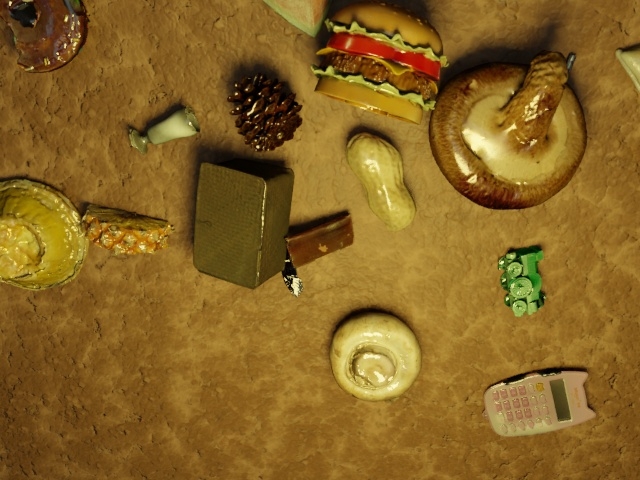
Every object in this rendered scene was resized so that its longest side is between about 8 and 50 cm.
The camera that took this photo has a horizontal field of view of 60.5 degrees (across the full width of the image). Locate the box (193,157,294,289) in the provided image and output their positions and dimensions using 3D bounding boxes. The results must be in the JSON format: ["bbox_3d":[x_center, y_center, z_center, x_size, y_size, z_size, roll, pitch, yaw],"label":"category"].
[{"bbox_3d":[-0.183,-0.048,1.298,0.184,0.143,0.274,15,111,20],"label":"box"}]

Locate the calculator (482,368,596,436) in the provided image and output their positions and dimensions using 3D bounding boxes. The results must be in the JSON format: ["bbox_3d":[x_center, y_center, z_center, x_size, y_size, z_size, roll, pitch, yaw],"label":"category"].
[{"bbox_3d":[0.592,0.447,1.515,0.294,0.043,0.194,-15,108,11],"label":"calculator"}]

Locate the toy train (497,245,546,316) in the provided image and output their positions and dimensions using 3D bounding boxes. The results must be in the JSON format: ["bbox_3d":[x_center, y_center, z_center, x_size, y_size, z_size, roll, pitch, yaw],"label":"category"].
[{"bbox_3d":[0.513,0.105,1.387,0.104,0.071,0.178,-15,106,-4],"label":"toy train"}]

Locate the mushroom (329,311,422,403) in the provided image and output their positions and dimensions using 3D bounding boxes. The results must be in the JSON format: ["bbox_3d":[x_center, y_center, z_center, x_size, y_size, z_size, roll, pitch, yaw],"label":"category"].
[{"bbox_3d":[0.144,0.306,1.413,0.254,0.184,0.255,0,96,-3],"label":"mushroom"}]

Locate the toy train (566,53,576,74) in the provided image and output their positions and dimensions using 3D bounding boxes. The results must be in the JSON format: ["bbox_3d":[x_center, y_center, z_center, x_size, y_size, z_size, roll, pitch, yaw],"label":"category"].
[{"bbox_3d":[0.555,-0.379,1.246,0.017,0.017,0.083,17,109,-2],"label":"toy train"}]

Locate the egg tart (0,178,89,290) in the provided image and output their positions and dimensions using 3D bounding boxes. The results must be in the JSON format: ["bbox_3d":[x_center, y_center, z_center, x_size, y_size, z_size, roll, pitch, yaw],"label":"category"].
[{"bbox_3d":[-0.745,-0.002,1.376,0.314,0.120,0.315,0,109,1],"label":"egg tart"}]

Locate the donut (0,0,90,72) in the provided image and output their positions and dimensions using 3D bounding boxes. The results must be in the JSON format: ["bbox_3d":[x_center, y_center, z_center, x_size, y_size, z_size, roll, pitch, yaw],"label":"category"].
[{"bbox_3d":[-0.621,-0.498,1.215,0.216,0.096,0.230,-40,103,11],"label":"donut"}]

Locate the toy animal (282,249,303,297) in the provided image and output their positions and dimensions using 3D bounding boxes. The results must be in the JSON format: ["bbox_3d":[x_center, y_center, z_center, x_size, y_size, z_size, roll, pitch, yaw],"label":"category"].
[{"bbox_3d":[-0.093,0.050,1.404,0.107,0.062,0.220,-23,108,32],"label":"toy animal"}]

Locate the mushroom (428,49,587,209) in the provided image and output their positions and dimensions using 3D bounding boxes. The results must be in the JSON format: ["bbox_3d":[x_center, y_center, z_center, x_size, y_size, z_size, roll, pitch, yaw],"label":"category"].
[{"bbox_3d":[0.411,-0.228,1.207,0.344,0.239,0.345,4,101,21],"label":"mushroom"}]

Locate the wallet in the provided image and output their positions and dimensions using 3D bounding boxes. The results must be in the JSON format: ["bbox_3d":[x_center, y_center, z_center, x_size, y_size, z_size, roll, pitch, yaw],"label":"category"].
[{"bbox_3d":[0.000,0.000,1.353,0.176,0.026,0.095,-24,124,-17],"label":"wallet"}]

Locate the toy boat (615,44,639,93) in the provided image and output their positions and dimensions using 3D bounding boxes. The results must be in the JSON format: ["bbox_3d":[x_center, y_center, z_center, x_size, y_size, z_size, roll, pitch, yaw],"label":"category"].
[{"bbox_3d":[0.828,-0.312,1.216,0.275,0.111,0.294,-13,98,-1],"label":"toy boat"}]

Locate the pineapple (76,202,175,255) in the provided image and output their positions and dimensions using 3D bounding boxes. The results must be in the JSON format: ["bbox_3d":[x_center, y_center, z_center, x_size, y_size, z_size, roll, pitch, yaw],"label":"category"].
[{"bbox_3d":[-0.490,-0.018,1.351,0.233,0.135,0.080,15,109,-4],"label":"pineapple"}]

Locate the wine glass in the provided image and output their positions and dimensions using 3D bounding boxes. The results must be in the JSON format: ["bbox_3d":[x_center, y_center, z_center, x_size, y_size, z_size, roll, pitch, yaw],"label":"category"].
[{"bbox_3d":[-0.368,-0.259,1.297,0.155,0.072,0.072,-20,107,10],"label":"wine glass"}]

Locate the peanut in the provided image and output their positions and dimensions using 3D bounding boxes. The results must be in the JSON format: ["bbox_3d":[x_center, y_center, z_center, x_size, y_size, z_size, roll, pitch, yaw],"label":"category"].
[{"bbox_3d":[0.151,-0.141,1.294,0.123,0.123,0.257,-27,108,11],"label":"peanut"}]

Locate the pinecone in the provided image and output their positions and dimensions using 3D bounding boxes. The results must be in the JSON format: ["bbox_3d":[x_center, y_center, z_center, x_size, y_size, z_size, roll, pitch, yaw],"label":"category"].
[{"bbox_3d":[-0.132,-0.298,1.236,0.163,0.163,0.165,-42,81,14],"label":"pinecone"}]

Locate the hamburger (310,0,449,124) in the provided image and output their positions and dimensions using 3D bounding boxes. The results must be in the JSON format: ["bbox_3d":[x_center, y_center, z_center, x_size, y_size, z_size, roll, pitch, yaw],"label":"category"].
[{"bbox_3d":[0.127,-0.375,1.135,0.274,0.274,0.212,16,102,-3],"label":"hamburger"}]

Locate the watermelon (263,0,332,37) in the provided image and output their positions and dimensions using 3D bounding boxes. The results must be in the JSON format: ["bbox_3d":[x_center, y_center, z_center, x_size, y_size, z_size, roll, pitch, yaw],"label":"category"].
[{"bbox_3d":[-0.018,-0.584,1.093,0.283,0.293,0.250,-46,131,14],"label":"watermelon"}]
